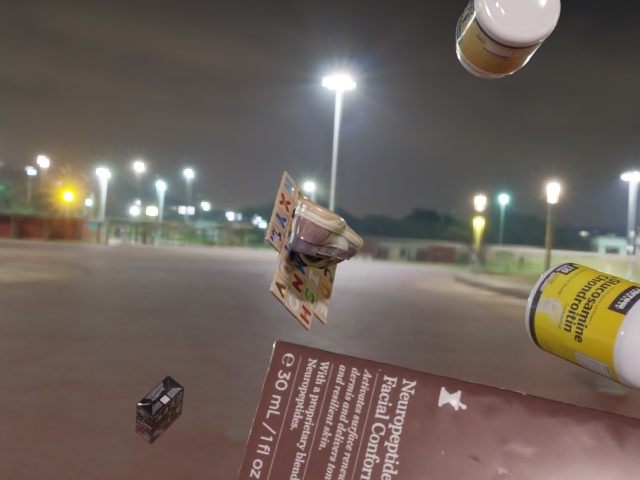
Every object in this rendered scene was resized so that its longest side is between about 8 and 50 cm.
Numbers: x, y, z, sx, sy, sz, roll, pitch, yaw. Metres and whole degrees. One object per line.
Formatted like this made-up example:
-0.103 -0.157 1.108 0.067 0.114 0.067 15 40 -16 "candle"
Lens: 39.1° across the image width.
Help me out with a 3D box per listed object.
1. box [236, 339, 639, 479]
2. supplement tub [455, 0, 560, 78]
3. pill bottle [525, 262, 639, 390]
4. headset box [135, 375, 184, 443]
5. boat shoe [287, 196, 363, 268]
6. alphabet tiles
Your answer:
0.123 0.227 0.751 0.381 0.191 0.143 11 -23 11 "box"
0.315 -0.371 1.557 0.144 0.145 0.200 4 -11 -4 "supplement tub"
0.308 0.092 0.921 0.103 0.103 0.184 4 11 -36 "pill bottle"
-0.217 0.231 1.217 0.032 0.083 0.062 36 53 16 "headset box"
0.000 0.000 1.499 0.102 0.092 0.285 32 -2 12 "boat shoe"
-0.031 0.027 1.569 0.009 0.237 0.198 -15 -46 29 "alphabet tiles"
